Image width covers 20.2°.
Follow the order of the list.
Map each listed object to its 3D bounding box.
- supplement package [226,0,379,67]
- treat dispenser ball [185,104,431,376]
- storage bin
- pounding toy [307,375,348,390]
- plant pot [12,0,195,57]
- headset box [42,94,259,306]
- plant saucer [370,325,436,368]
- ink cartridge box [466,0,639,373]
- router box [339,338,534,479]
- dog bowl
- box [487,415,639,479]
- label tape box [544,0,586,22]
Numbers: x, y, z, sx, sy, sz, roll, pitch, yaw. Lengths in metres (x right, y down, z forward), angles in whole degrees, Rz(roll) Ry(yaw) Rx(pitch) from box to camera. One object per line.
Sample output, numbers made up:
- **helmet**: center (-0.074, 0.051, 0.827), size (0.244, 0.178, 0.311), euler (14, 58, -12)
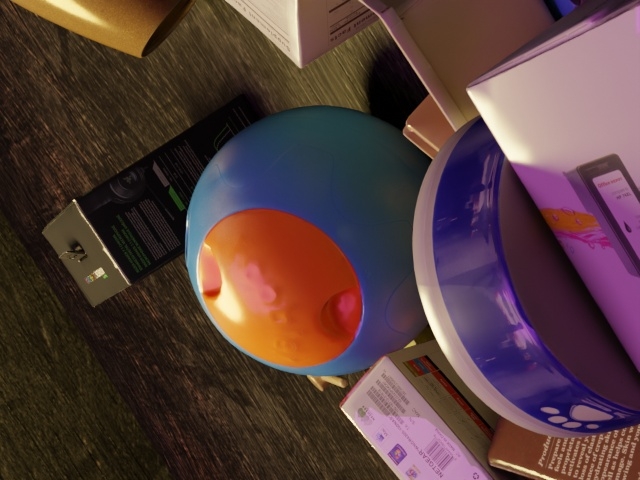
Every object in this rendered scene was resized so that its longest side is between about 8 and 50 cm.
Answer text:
- **supplement package**: center (-0.015, -0.308, 1.675), size (0.139, 0.134, 0.244), euler (44, 157, 28)
- **treat dispenser ball**: center (0.000, 0.000, 1.901), size (0.288, 0.288, 0.288), euler (46, 158, 25)
- **storage bin**: center (0.100, -0.174, 1.505), size (0.262, 0.123, 0.260), euler (51, 176, -36)
- **pounding toy**: center (0.000, 0.114, 2.388), size (0.181, 0.094, 0.206), euler (36, 162, 33)
- **plant pot**: center (-0.274, -0.341, 2.135), size (0.254, 0.237, 0.237), euler (41, 160, 1)
- **headset box**: center (-0.210, -0.041, 2.331), size (0.131, 0.283, 0.246), euler (56, 161, -3)
- **plant saucer**: center (0.133, 0.177, 2.232), size (0.188, 0.045, 0.188), euler (58, 160, -7)
- **ink cartridge box**: center (0.281, -0.063, 1.232), size (0.270, 0.198, 0.197), euler (58, 147, -6)
- **router box**: center (0.223, 0.235, 1.770), size (0.335, 0.301, 0.082), euler (49, 119, 19)
- **dog bowl**: center (0.205, 0.011, 1.348), size (0.265, 0.265, 0.104), euler (58, 146, -6)
- **box**: center (0.311, 0.146, 1.506), size (0.143, 0.191, 0.381), euler (19, 176, -27)
- **label tape box**: center (0.144, -0.316, 1.303), size (0.240, 0.106, 0.333), euler (50, 177, 16)
